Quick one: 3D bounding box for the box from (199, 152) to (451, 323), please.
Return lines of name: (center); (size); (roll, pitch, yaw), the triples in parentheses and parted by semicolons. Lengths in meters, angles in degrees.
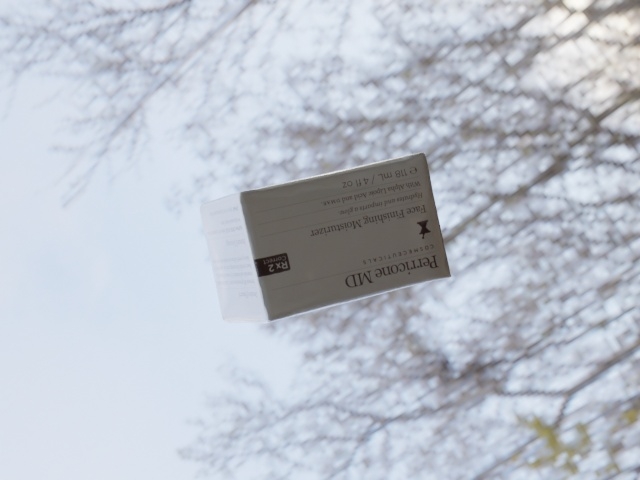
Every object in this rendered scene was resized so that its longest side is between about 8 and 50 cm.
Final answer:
box: (0.000, 0.000, 1.483); (0.181, 0.182, 0.119); (-13, -89, -16)
